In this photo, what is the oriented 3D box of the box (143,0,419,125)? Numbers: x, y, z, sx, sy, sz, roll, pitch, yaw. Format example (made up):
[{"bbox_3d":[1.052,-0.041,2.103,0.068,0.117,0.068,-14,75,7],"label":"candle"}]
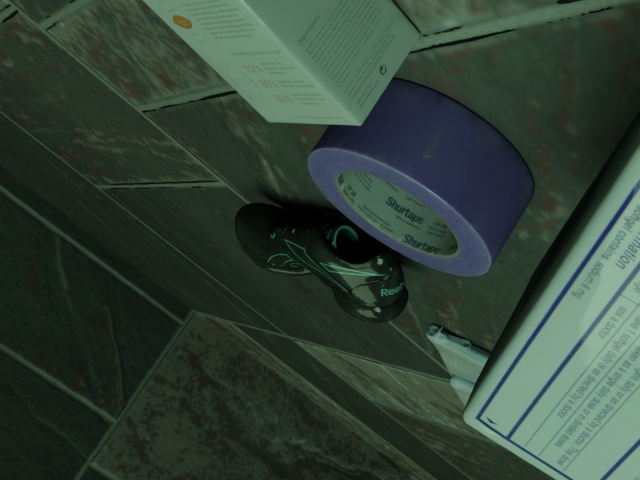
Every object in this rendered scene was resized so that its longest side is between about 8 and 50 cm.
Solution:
[{"bbox_3d":[-0.036,-0.173,0.727,0.170,0.091,0.130,43,163,-32],"label":"box"}]

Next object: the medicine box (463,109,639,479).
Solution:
[{"bbox_3d":[0.270,0.065,0.559,0.289,0.149,0.263,30,140,10],"label":"medicine box"}]

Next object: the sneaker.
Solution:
[{"bbox_3d":[0.000,0.000,1.236,0.267,0.101,0.106,26,141,28],"label":"sneaker"}]

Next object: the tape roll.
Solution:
[{"bbox_3d":[0.087,-0.053,0.870,0.189,0.080,0.189,31,165,9],"label":"tape roll"}]

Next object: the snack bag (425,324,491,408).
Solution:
[{"bbox_3d":[0.324,0.264,1.449,0.323,0.037,0.342,25,163,29],"label":"snack bag"}]
